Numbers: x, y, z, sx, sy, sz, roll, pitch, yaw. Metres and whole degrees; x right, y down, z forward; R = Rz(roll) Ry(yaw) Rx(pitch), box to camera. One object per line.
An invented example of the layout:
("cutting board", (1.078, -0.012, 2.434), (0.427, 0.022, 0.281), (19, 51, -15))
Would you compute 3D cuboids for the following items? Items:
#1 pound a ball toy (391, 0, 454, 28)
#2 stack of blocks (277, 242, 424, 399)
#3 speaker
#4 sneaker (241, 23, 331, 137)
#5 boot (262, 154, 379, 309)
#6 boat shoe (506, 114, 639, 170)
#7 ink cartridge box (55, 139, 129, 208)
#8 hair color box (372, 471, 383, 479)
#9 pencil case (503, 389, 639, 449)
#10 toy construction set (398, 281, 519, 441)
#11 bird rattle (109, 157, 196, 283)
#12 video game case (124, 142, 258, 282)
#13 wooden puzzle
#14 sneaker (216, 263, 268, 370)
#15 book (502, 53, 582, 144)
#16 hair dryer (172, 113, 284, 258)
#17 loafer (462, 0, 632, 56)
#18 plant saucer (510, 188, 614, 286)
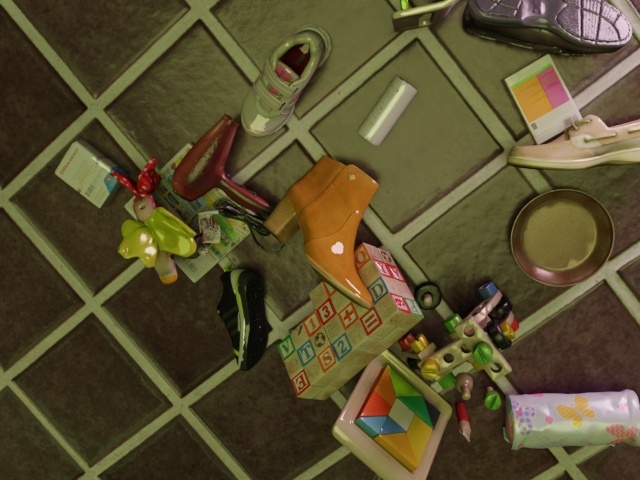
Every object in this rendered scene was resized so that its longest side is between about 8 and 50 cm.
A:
("pound a ball toy", (0.168, -0.478, 1.096), (0.135, 0.319, 0.208), (-10, 101, 9))
("stack of blocks", (0.047, 0.169, 1.327), (0.297, 0.087, 0.171), (-45, 49, 24))
("speaker", (0.130, -0.253, 1.287), (0.055, 0.055, 0.136), (35, 104, -1))
("sneaker", (-0.079, -0.311, 1.271), (0.103, 0.111, 0.252), (34, 105, -1))
("boot", (0.047, -0.028, 1.265), (0.295, 0.104, 0.211), (41, 83, 23))
("boat shoe", (0.500, -0.186, 1.231), (0.302, 0.109, 0.098), (-4, 98, 2))
("ink cartridge box", (-0.486, -0.142, 1.392), (0.122, 0.052, 0.088), (38, 104, -3))
("hair color box", (0.149, 0.463, 1.400), (0.043, 0.141, 0.072), (34, 105, 0))
("pencil case", (0.518, 0.371, 1.349), (0.272, 0.114, 0.124), (-4, 145, 7))
("toy construction set", (0.279, 0.247, 1.286), (0.257, 0.237, 0.309), (-10, 101, 9))
("bird rattle", (-0.345, -0.026, 1.309), (0.143, 0.253, 0.207), (-23, 136, -16))
("video game case", (-0.272, -0.057, 1.398), (0.206, 0.026, 0.227), (-41, 94, 14))
("wooden puzzle", (0.159, 0.367, 1.345), (0.221, 0.239, 0.044), (42, 137, -3))
("sneaker", (-0.175, 0.164, 1.422), (0.097, 0.084, 0.235), (8, 104, 30))
("book", (0.427, -0.271, 1.257), (0.096, 0.035, 0.144), (-29, 99, 11))
("hair dryer", (-0.189, -0.110, 1.339), (0.223, 0.080, 0.294), (-7, 107, -7))
("loafer", (0.413, -0.401, 1.213), (0.302, 0.095, 0.109), (12, 74, -1))
("plant saucer", (0.479, -0.007, 1.307), (0.198, 0.036, 0.199), (2, 103, 8))
